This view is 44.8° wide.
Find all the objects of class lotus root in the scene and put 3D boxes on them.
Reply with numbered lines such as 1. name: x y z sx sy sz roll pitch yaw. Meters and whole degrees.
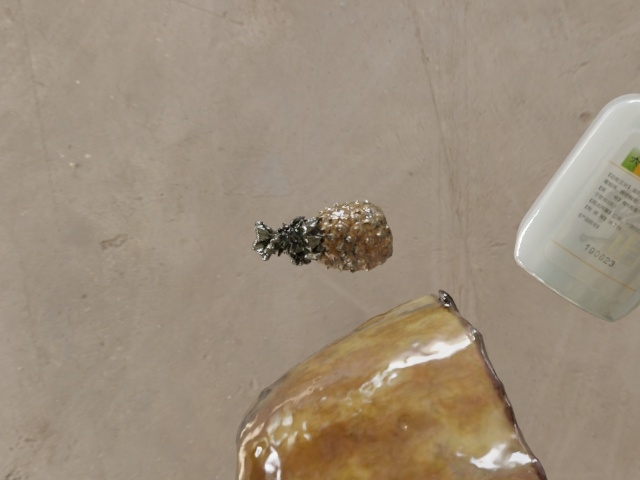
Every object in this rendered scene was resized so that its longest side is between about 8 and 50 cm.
1. lotus root: 0.055 0.218 0.695 0.250 0.316 0.316 -17 86 4

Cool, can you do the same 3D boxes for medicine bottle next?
1. medicine bottle: 0.395 -0.069 0.967 0.179 0.124 0.324 33 113 6

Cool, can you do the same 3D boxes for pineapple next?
1. pineapple: 0.000 0.000 1.083 0.198 0.108 0.108 -5 88 -22
